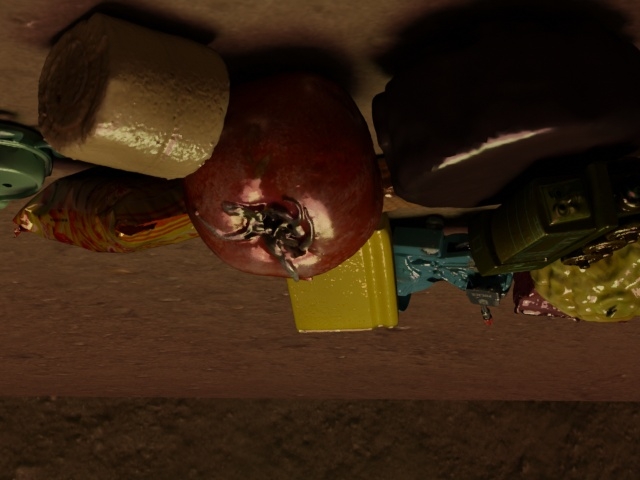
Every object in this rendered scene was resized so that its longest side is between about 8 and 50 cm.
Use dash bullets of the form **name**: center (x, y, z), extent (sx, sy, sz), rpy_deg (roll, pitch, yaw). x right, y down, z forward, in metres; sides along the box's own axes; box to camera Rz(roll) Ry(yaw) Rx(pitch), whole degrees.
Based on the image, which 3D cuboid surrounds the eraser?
- **eraser**: center (0.030, 0.042, 1.718), extent (0.158, 0.069, 0.226), rpy_deg (-4, 136, 5)

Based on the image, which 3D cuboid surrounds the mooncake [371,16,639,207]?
- **mooncake**: center (0.196, -0.130, 1.207), extent (0.283, 0.141, 0.283), rpy_deg (-9, 169, -2)

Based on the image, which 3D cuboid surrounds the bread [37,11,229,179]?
- **bread**: center (-0.185, -0.137, 1.159), extent (0.141, 0.134, 0.148), rpy_deg (11, 148, -37)

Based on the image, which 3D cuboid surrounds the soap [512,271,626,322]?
- **soap**: center (0.421, 0.025, 1.688), extent (0.289, 0.182, 0.112), rpy_deg (7, 160, -10)

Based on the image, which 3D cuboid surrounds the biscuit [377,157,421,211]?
- **biscuit**: center (0.116, -0.076, 1.529), extent (0.378, 0.054, 0.094), rpy_deg (-9, 163, 22)

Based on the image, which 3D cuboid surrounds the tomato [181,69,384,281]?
- **tomato**: center (-0.041, -0.072, 1.269), extent (0.232, 0.188, 0.232), rpy_deg (10, 134, 10)

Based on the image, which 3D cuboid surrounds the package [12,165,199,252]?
- **package**: center (-0.224, -0.043, 1.429), extent (0.288, 0.108, 0.223), rpy_deg (1, -168, 44)

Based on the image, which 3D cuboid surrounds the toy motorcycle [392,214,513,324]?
- **toy motorcycle**: center (0.168, 0.045, 1.812), extent (0.272, 0.124, 0.182), rpy_deg (5, 148, 20)

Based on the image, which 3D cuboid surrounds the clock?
- **clock**: center (-0.396, -0.093, 1.413), extent (0.188, 0.060, 0.148), rpy_deg (-17, 157, 40)

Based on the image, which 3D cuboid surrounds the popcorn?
- **popcorn**: center (0.372, -0.002, 1.495), extent (0.206, 0.237, 0.251), rpy_deg (21, 154, 8)

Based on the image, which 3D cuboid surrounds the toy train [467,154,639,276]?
- **toy train**: center (0.249, -0.022, 1.226), extent (0.137, 0.090, 0.225), rpy_deg (-6, 167, -12)
